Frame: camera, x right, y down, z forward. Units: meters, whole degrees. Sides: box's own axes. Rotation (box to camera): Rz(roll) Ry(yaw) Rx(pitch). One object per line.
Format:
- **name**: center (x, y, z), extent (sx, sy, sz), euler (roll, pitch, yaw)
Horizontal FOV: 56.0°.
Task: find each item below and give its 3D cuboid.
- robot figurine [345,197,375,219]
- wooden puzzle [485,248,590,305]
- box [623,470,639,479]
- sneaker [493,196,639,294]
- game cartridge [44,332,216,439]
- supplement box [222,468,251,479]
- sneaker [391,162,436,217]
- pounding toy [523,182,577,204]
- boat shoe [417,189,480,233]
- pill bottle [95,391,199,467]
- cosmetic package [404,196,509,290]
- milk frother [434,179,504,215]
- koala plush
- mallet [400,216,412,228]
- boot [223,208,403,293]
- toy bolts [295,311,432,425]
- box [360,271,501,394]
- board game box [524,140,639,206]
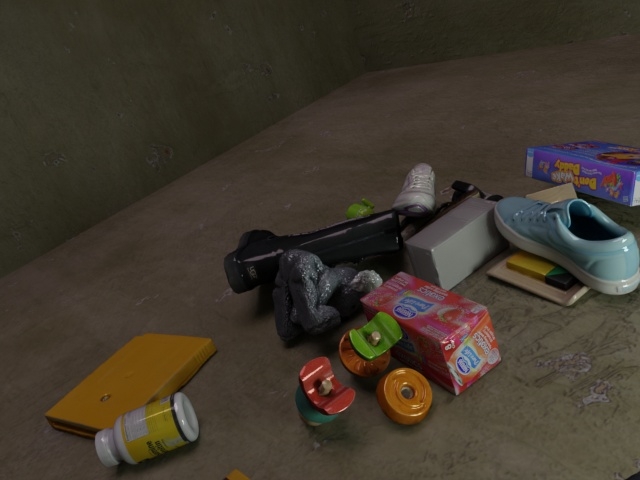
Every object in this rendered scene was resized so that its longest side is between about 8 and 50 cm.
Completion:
- **robot figurine**: center (0.123, -0.074, 1.830), extent (0.101, 0.067, 0.115), euler (-54, 30, -5)
- **wooden puzzle**: center (0.512, 0.042, 1.304), extent (0.221, 0.044, 0.239), euler (-31, 26, -22)
- **box**: center (0.229, 0.440, 0.487), extent (0.395, 0.212, 0.293), euler (-24, 25, -10)
- **sneaker**: center (0.502, -0.041, 1.242), extent (0.135, 0.150, 0.366), euler (-27, 36, -19)
- **game cartridge**: center (-0.449, 0.342, 1.446), extent (0.285, 0.052, 0.324), euler (-2, 28, 36)
- **supplement box**: center (-0.117, 0.459, 0.823), extent (0.194, 0.129, 0.191), euler (-36, 28, -31)
- **sneaker**: center (0.260, -0.140, 1.654), extent (0.114, 0.152, 0.305), euler (9, 7, 5)
- **pounding toy**: center (0.564, -0.073, 1.431), extent (0.141, 0.100, 0.130), euler (-16, -8, 9)
- **boat shoe**: center (0.343, -0.055, 1.554), extent (0.190, 0.072, 0.068), euler (-38, 1, 31)
- **pill bottle**: center (-0.345, 0.382, 1.201), extent (0.184, 0.103, 0.103), euler (-22, 24, -2)
- **cosmetic package**: center (0.327, 0.007, 1.427), extent (0.238, 0.127, 0.107), euler (-29, 26, -22)
- **milk frother**: center (0.394, -0.078, 1.613), extent (0.143, 0.129, 0.135), euler (-65, 26, 6)
- **koala plush**: center (0.021, 0.115, 1.398), extent (0.221, 0.203, 0.196), euler (-3, -12, -32)
- **mallet**: center (0.205, -0.027, 1.713), extent (0.062, 0.039, 0.189), euler (-4, 25, 31)
- **boot**: center (0.000, 0.001, 1.626), extent (0.445, 0.146, 0.367), euler (-19, 14, 10)
- **toy bolts**: center (0.066, 0.280, 1.112), extent (0.228, 0.158, 0.218), euler (-24, 65, -27)
- **box**: center (0.207, 0.171, 1.173), extent (0.123, 0.128, 0.257), euler (-30, 26, -21)
- **board game box**: center (0.710, -0.175, 1.476), extent (0.233, 0.078, 0.347), euler (-9, 20, -19)
